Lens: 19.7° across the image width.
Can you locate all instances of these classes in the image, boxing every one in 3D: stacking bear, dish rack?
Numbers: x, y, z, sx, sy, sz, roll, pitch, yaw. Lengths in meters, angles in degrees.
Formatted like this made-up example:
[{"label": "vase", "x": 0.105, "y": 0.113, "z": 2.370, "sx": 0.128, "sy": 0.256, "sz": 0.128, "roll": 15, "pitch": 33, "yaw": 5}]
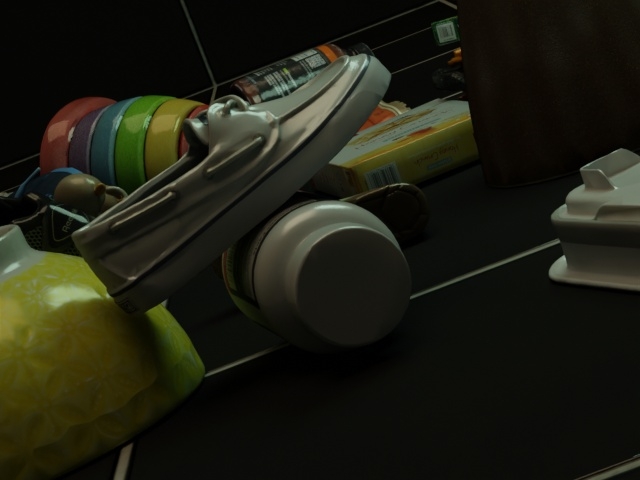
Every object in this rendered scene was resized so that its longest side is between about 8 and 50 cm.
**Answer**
[{"label": "stacking bear", "x": -0.152, "y": -0.089, "z": 2.060, "sx": 0.289, "sy": 0.175, "sz": 0.164, "roll": -3, "pitch": -3, "yaw": 27}, {"label": "dish rack", "x": 0.324, "y": -0.062, "z": 1.198, "sx": 0.333, "sy": 0.072, "sz": 0.285, "roll": -26, "pitch": 12, "yaw": -19}]

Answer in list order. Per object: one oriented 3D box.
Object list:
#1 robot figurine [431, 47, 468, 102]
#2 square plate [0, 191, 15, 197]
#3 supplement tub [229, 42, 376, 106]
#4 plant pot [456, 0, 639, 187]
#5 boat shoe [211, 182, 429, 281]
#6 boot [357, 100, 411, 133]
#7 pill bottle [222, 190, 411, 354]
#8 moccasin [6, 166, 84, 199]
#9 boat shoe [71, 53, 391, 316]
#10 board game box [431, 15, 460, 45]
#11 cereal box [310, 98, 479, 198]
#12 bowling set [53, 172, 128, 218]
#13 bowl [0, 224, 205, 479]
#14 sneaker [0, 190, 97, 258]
[{"label": "robot figurine", "x": 0.252, "y": -0.193, "z": 1.975, "sx": 0.211, "sy": 0.085, "sz": 0.291, "roll": -26, "pitch": 12, "yaw": -29}, {"label": "square plate", "x": -0.585, "y": 0.009, "z": 2.719, "sx": 0.344, "sy": 0.049, "sz": 0.347, "roll": -22, "pitch": 10, "yaw": 0}, {"label": "supplement tub", "x": -0.017, "y": -0.203, "z": 2.513, "sx": 0.198, "sy": 0.106, "sz": 0.106, "roll": -23, "pitch": 10, "yaw": -16}, {"label": "plant pot", "x": 0.210, "y": -0.194, "z": 1.650, "sx": 0.215, "sy": 0.230, "sz": 0.215, "roll": -20, "pitch": 10, "yaw": 4}, {"label": "boat shoe", "x": 0.000, "y": 0.000, "z": 1.570, "sx": 0.190, "sy": 0.068, "sz": 0.072, "roll": -12, "pitch": -2, "yaw": -2}, {"label": "boot", "x": 0.048, "y": -0.126, "z": 2.124, "sx": 0.085, "sy": 0.059, "sz": 0.158, "roll": -29, "pitch": 13, "yaw": -13}, {"label": "pill bottle", "x": 0.000, "y": 0.023, "z": 1.291, "sx": 0.108, "sy": 0.108, "sz": 0.180, "roll": -23, "pitch": 11, "yaw": -12}, {"label": "moccasin", "x": -0.321, "y": 0.024, "z": 1.961, "sx": 0.117, "sy": 0.137, "sz": 0.342, "roll": -33, "pitch": 1, "yaw": -32}, {"label": "boat shoe", "x": -0.061, "y": -0.059, "z": 1.299, "sx": 0.258, "sy": 0.084, "sz": 0.095, "roll": -43, "pitch": 14, "yaw": -15}, {"label": "board game box", "x": 0.236, "y": -0.258, "z": 2.031, "sx": 0.136, "sy": 0.030, "sz": 0.260, "roll": -9, "pitch": 9, "yaw": 30}, {"label": "cereal box", "x": 0.087, "y": -0.095, "z": 1.897, "sx": 0.173, "sy": 0.047, "sz": 0.240, "roll": -23, "pitch": 10, "yaw": -10}, {"label": "bowling set", "x": -0.239, "y": 0.011, "z": 1.706, "sx": 0.287, "sy": 0.154, "sz": 0.200, "roll": -14, "pitch": 12, "yaw": 31}, {"label": "bowl", "x": -0.245, "y": 0.080, "z": 1.356, "sx": 0.289, "sy": 0.156, "sz": 0.289, "roll": -20, "pitch": 10, "yaw": 4}, {"label": "sneaker", "x": -0.259, "y": 0.036, "z": 1.529, "sx": 0.227, "sy": 0.130, "sz": 0.087, "roll": -47, "pitch": 16, "yaw": 45}]
